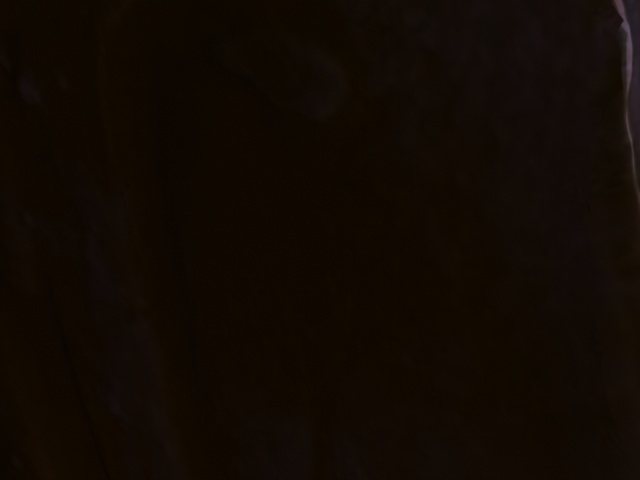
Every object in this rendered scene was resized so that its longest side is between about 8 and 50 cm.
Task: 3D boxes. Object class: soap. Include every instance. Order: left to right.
[{"bbox_3d":[0.000,0.000,0.517,0.156,0.335,0.293,-25,114,-43],"label":"soap"}]
